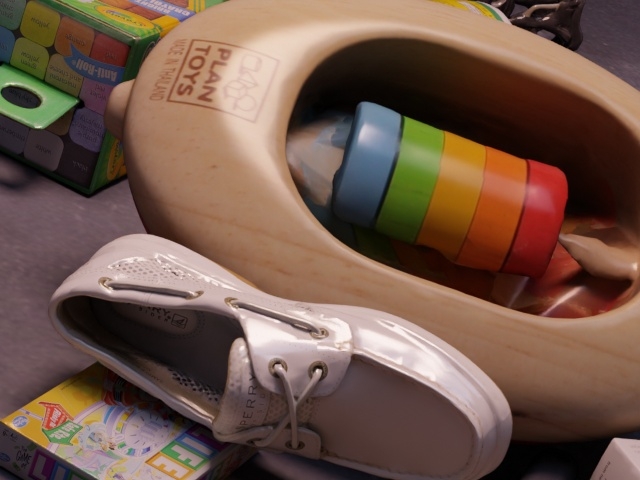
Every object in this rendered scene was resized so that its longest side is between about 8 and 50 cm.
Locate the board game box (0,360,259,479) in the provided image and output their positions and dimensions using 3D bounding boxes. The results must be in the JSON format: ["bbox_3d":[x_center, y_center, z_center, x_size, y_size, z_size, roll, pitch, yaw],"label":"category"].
[{"bbox_3d":[-0.106,0.113,1.138,0.103,0.026,0.154,28,24,14],"label":"board game box"}]

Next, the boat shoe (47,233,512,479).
[{"bbox_3d":[-0.030,0.082,1.124,0.277,0.098,0.096,19,22,17],"label":"boat shoe"}]

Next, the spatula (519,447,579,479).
[{"bbox_3d":[0.102,0.188,1.127,0.084,0.030,0.296,25,30,13],"label":"spatula"}]

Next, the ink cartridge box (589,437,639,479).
[{"bbox_3d":[0.258,0.207,1.173,0.139,0.082,0.191,7,25,-29],"label":"ink cartridge box"}]

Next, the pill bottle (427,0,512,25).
[{"bbox_3d":[0.074,-0.161,1.771,0.208,0.118,0.117,-4,34,-44],"label":"pill bottle"}]

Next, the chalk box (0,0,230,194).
[{"bbox_3d":[-0.181,-0.130,1.472,0.132,0.132,0.213,27,24,14],"label":"chalk box"}]

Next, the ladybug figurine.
[{"bbox_3d":[0.069,-0.007,1.306,0.449,0.162,0.305,22,56,-3],"label":"ladybug figurine"}]

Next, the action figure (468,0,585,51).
[{"bbox_3d":[0.148,-0.269,2.050,0.275,0.141,0.164,26,20,-32],"label":"action figure"}]
